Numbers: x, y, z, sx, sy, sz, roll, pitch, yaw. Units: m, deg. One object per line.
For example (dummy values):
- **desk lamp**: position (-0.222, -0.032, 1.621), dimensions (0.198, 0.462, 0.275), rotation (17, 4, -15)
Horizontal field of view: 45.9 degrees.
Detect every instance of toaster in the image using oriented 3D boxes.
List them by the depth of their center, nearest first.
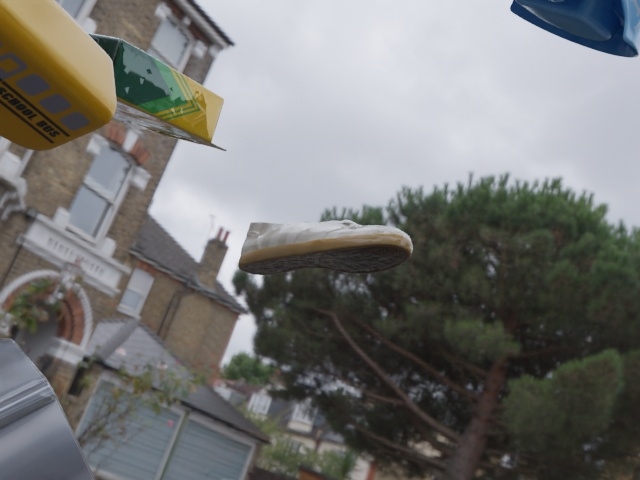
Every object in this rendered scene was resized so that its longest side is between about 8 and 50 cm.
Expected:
- **toaster**: position (-0.266, 0.187, 0.631), dimensions (0.186, 0.110, 0.168), rotation (15, -53, 55)

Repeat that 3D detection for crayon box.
- **crayon box**: position (-0.298, -0.236, 1.185), dimensions (0.203, 0.083, 0.323), rotation (16, -2, 25)

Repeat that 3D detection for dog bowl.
- **dog bowl**: position (0.245, -0.285, 0.806), dimensions (0.297, 0.074, 0.166), rotation (14, 16, -40)

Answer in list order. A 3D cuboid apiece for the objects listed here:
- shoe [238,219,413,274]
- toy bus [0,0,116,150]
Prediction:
- **shoe**: position (0.000, 0.000, 0.829), dimensions (0.219, 0.058, 0.076), rotation (-5, -24, 33)
- **toy bus**: position (-0.340, -0.212, 0.700), dimensions (0.130, 0.108, 0.332), rotation (-19, -29, 13)
